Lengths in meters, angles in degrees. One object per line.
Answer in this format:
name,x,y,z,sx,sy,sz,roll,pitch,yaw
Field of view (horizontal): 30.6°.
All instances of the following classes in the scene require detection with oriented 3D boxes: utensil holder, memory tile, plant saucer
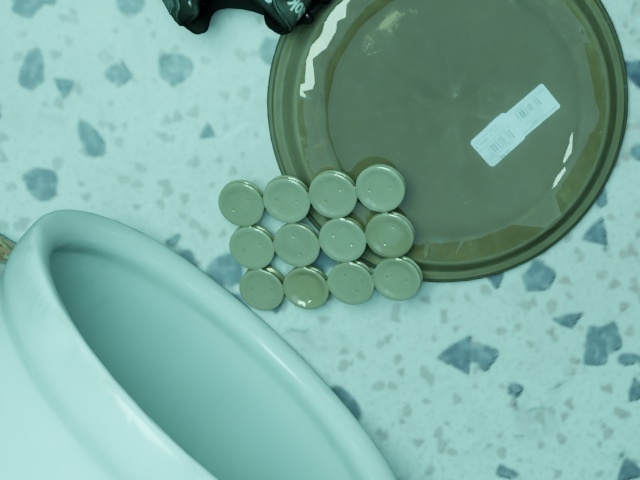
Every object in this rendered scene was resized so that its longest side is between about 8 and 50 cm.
utensil holder,-0.182,0.227,0.805,0.327,0.327,0.385,41,101,-7
memory tile,0.000,0.000,0.883,0.148,0.012,0.113,-5,114,18
plant saucer,0.097,-0.101,0.882,0.277,0.041,0.278,0,100,-1

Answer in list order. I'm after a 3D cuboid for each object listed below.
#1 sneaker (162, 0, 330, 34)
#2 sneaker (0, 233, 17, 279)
sneaker,0.002,-0.217,0.819,0.276,0.097,0.135,-13,80,4
sneaker,-0.366,0.034,0.879,0.302,0.108,0.121,8,101,7
